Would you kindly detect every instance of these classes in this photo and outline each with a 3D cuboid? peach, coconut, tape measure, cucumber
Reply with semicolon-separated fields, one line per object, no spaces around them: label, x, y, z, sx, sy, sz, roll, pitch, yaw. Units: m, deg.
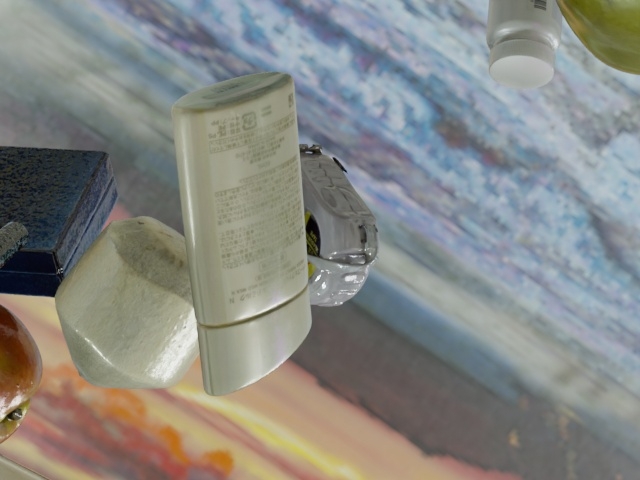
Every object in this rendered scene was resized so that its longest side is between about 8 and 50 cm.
peach;-0.566;0.191;2.144;0.281;0.238;0.281;32;-164;-10
coconut;-0.279;0.107;2.087;0.237;0.266;0.237;32;-171;-5
tape measure;0.000;0.000;2.118;0.120;0.197;0.236;0;-141;-36
cucumber;-0.331;0.012;1.415;0.032;0.032;0.133;35;-164;-4

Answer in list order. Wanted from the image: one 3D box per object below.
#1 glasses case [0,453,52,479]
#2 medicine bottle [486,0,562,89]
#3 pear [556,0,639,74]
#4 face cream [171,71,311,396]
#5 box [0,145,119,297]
glasses case;-0.299;0.338;1.511;0.336;0.144;0.076;39;163;-35
medicine bottle;0.280;-0.309;1.904;0.102;0.187;0.103;5;156;2
pear;0.339;-0.324;1.374;0.375;0.287;0.287;61;-163;23
face cream;-0.083;-0.007;1.591;0.081;0.349;0.173;15;-151;40
box;-0.507;-0.035;2.281;0.279;0.116;0.261;3;-140;15
